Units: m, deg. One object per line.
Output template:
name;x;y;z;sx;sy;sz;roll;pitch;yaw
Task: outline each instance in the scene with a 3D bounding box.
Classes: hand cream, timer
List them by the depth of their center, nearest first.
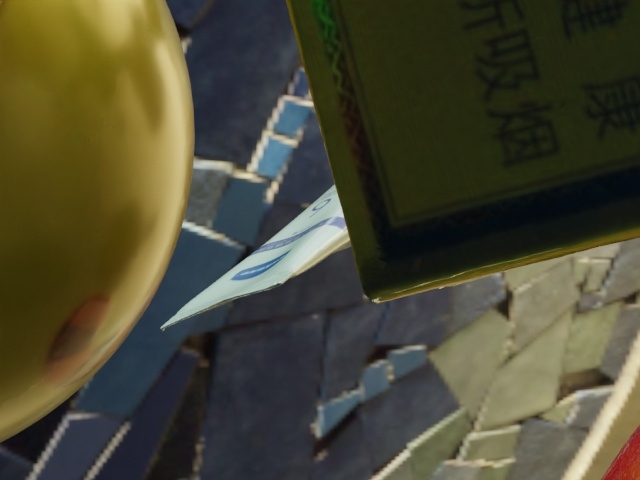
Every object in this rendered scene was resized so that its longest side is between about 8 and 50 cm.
timer;-0.225;-0.039;0.638;0.387;0.376;0.376;-114;40;-64
hand cream;0.000;0.000;1.087;0.109;0.320;0.067;-21;99;31

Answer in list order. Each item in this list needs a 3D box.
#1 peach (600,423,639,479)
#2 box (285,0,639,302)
peach;0.280;0.183;0.895;0.243;0.243;0.200;-40;48;41
box;0.133;-0.114;0.335;0.301;0.084;0.193;-15;91;23
